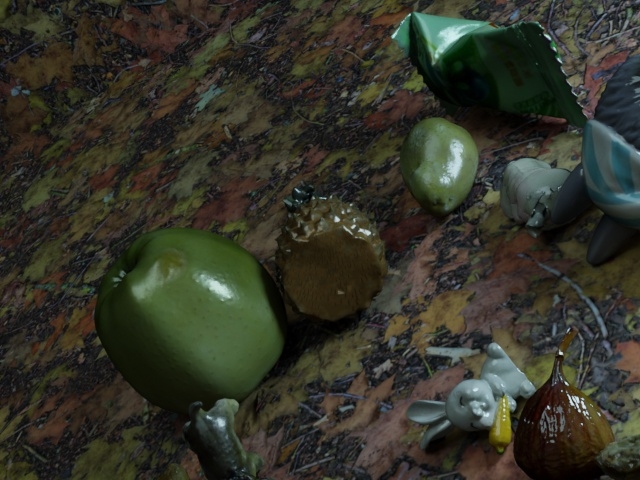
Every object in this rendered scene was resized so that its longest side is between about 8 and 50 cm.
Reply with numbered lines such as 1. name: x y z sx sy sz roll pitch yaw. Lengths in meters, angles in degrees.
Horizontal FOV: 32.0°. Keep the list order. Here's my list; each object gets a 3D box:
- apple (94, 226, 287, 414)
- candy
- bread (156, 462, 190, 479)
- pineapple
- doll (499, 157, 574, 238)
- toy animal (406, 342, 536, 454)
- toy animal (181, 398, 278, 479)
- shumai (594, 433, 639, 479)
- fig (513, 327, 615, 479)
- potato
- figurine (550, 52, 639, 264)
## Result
1. apple: -0.244 0.141 2.080 0.357 0.357 0.357 -26 34 19
2. candy: 0.337 -0.327 2.139 0.172 0.263 0.398 -54 33 -6
3. bread: -0.272 0.452 1.958 0.113 0.060 0.082 -39 31 3
4. pineapple: 0.002 0.000 2.136 0.223 0.223 0.357 -35 23 5
5. doll: 0.386 -0.085 1.940 0.149 0.095 0.192 -39 29 -4
6. toy animal: 0.231 0.259 1.689 0.181 0.131 0.127 -37 -1 -11
7. toy animal: -0.146 0.371 1.839 0.121 0.233 0.169 -29 -9 -3
8. shumai: 0.430 0.300 1.394 0.145 0.145 0.116 -22 54 24
9. fig: 0.327 0.225 1.504 0.133 0.201 0.146 -5 8 -27
10. potato: 0.224 -0.134 2.115 0.157 0.157 0.194 -21 38 26
11. figurine: 0.562 -0.093 1.737 0.361 0.266 0.378 49 122 34
